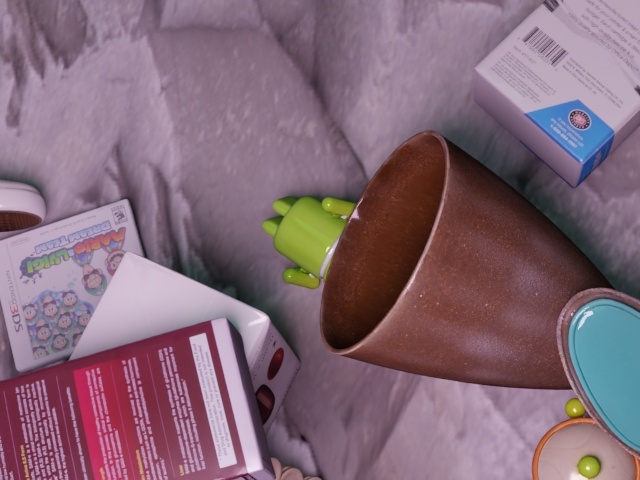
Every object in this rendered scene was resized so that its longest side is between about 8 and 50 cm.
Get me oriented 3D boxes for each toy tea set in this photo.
[{"bbox_3d":[0.260,0.308,1.076,0.200,0.124,0.336,-42,73,-6],"label":"toy tea set"}]

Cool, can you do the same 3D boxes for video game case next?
[{"bbox_3d":[-0.255,0.046,1.280,0.157,0.019,0.143,-18,72,2],"label":"video game case"}]

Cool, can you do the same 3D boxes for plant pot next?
[{"bbox_3d":[0.151,0.047,1.126,0.230,0.215,0.215,25,76,-17],"label":"plant pot"}]

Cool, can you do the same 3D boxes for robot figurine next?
[{"bbox_3d":[0.000,0.000,1.234,0.115,0.067,0.101,34,107,14],"label":"robot figurine"}]

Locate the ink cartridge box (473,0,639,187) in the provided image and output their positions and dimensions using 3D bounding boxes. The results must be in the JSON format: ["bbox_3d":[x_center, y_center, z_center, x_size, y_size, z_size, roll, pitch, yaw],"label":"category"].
[{"bbox_3d":[0.276,-0.179,1.242,0.203,0.086,0.148,-43,73,-7],"label":"ink cartridge box"}]

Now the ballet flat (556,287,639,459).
[{"bbox_3d":[0.317,0.157,1.089,0.107,0.106,0.316,-41,98,11],"label":"ballet flat"}]

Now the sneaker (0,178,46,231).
[{"bbox_3d":[-0.421,-0.079,1.294,0.290,0.106,0.123,6,77,11],"label":"sneaker"}]

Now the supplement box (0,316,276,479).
[{"bbox_3d":[-0.169,0.160,0.992,0.239,0.073,0.130,-15,72,2],"label":"supplement box"}]

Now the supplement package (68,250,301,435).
[{"bbox_3d":[-0.135,0.147,1.137,0.149,0.203,0.194,24,79,13],"label":"supplement package"}]

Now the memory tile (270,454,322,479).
[{"bbox_3d":[-0.057,0.253,1.131,0.012,0.148,0.113,14,75,40],"label":"memory tile"}]
